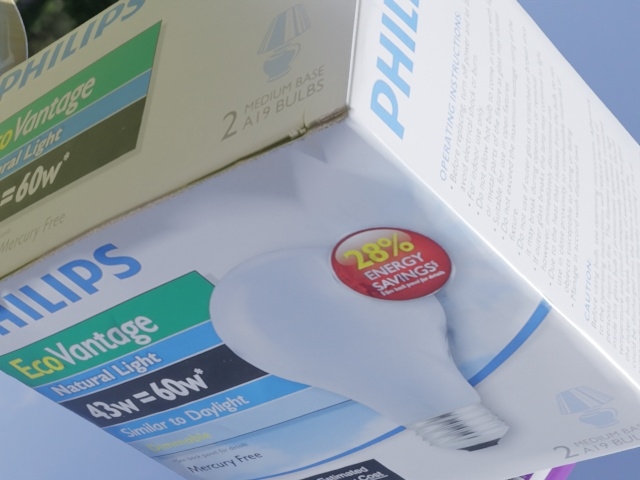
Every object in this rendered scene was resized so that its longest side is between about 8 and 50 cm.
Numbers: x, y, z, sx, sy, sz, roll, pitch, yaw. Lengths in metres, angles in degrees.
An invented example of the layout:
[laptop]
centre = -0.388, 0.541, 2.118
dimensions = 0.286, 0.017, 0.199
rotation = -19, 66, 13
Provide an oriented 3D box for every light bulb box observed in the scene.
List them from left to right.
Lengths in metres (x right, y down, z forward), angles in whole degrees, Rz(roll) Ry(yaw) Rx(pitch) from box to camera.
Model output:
[light bulb box]
centre = 0.000, 0.000, 0.823
dimensions = 0.357, 0.361, 0.225
rotation = -23, -136, 33

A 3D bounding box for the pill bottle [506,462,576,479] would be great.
[pill bottle]
centre = 0.325, 0.243, 1.793
dimensions = 0.323, 0.181, 0.181
rotation = -62, -166, 21

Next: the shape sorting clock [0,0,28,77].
[shape sorting clock]
centre = -0.417, -0.208, 1.295
dimensions = 0.206, 0.206, 0.040
rotation = -47, -164, 14
